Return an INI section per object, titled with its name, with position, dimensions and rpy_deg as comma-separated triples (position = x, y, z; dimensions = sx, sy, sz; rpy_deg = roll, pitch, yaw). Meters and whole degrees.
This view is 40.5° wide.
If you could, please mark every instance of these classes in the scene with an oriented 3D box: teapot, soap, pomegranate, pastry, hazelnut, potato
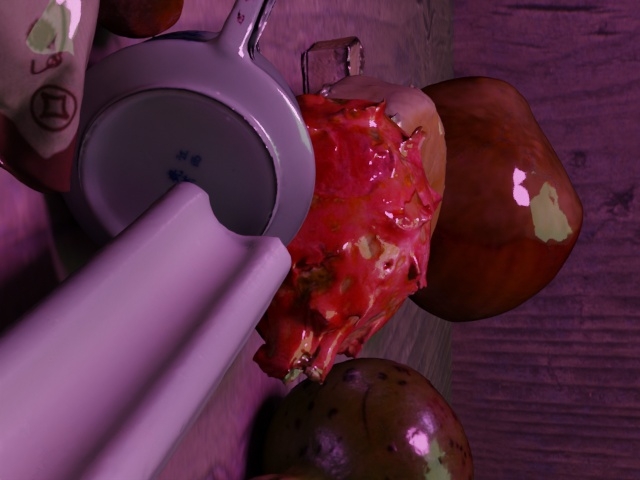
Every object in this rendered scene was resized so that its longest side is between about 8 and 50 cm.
[teapot]
position = -0.078, -0.071, 0.561
dimensions = 0.232, 0.159, 0.159
rpy_deg = -62, 178, 28
[soap]
position = -0.116, 0.093, 0.416
dimensions = 0.160, 0.087, 0.265
rpy_deg = -56, -179, 27
[pomegranate]
position = 0.024, 0.266, 0.882
dimensions = 0.306, 0.242, 0.242
rpy_deg = -43, 137, -41
[pastry]
position = 0.051, -0.063, 0.975
dimensions = 0.265, 0.133, 0.265
rpy_deg = -36, 135, -45
[hazelnut]
position = 0.205, -0.061, 1.304
dimensions = 0.366, 0.366, 0.366
rpy_deg = 2, 90, -75
[potato]
position = 0.017, -0.183, 1.063
dimensions = 0.086, 0.061, 0.122
rpy_deg = -55, 147, -63

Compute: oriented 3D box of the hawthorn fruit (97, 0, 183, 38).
[hawthorn fruit]
position = -0.117, -0.156, 0.565
dimensions = 0.103, 0.067, 0.067
rpy_deg = 88, 9, -67

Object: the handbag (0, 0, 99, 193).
[handbag]
position = -0.148, -0.150, 0.279
dimensions = 0.235, 0.127, 0.213
rpy_deg = 31, 64, -56

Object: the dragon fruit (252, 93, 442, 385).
[dragon fruit]
position = 0.000, 0.000, 0.746
dimensions = 0.210, 0.205, 0.268
rpy_deg = 79, 16, -63
